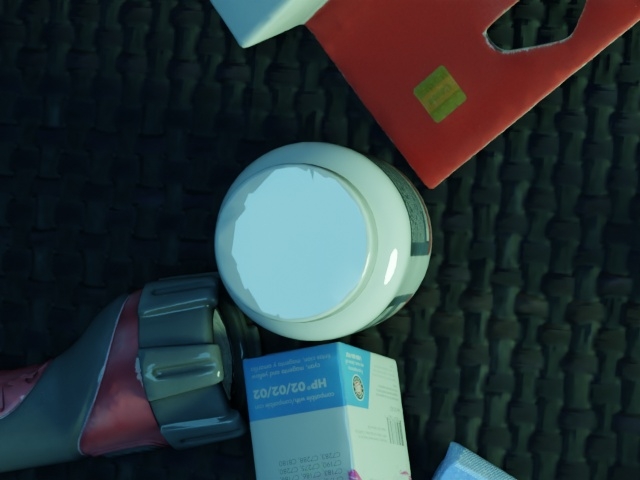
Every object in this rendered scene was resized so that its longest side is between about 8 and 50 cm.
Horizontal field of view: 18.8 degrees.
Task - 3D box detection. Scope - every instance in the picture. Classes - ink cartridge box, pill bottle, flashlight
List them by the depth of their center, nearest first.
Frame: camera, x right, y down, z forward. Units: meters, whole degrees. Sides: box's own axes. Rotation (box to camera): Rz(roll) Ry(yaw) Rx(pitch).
[{"bbox_3d":[0.053,-0.192,1.027,0.261,0.066,0.296,55,134,6],"label":"ink cartridge box"},{"bbox_3d":[0.000,0.000,1.056,0.108,0.180,0.108,0,90,9],"label":"pill bottle"},{"bbox_3d":[0.011,0.154,1.074,0.061,0.104,0.181,-11,77,18],"label":"ink cartridge box"},{"bbox_3d":[-0.190,0.088,1.133,0.304,0.103,0.103,-9,126,13],"label":"flashlight"}]

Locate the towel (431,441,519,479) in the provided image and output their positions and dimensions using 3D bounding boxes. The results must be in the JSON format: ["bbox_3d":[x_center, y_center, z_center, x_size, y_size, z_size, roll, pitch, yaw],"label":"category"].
[{"bbox_3d":[0.142,0.276,1.109,0.285,0.034,0.209,33,94,8],"label":"towel"}]
